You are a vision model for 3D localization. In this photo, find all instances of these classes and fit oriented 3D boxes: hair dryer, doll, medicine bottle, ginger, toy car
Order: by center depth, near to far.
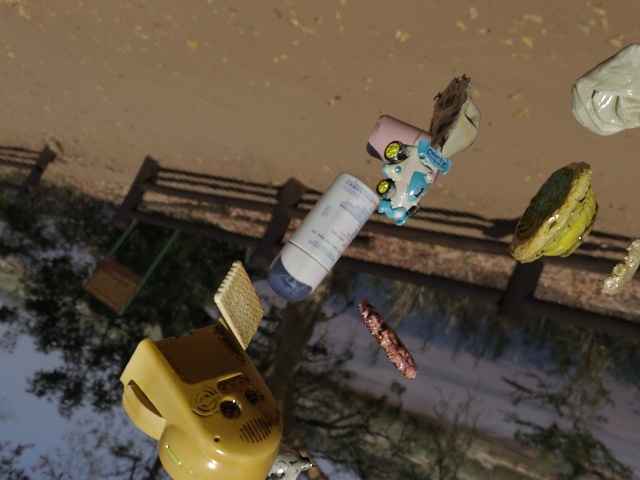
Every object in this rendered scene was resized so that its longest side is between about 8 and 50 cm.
[{"bbox_3d":[0.185,-0.118,1.400,0.098,0.161,0.126,0,155,48],"label":"toy car"},{"bbox_3d":[0.747,0.062,1.710,0.069,0.173,0.051,-4,-146,-28],"label":"ginger"},{"bbox_3d":[0.000,0.000,1.732,0.130,0.341,0.130,35,172,6],"label":"medicine bottle"},{"bbox_3d":[0.226,-0.181,2.005,0.210,0.125,0.352,26,141,12],"label":"hair dryer"},{"bbox_3d":[-0.125,0.676,2.172,0.192,0.149,0.095,38,138,44],"label":"doll"}]

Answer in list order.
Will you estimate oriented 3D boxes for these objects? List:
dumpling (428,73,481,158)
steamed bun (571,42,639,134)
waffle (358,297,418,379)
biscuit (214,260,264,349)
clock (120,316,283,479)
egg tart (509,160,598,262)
[{"bbox_3d":[0.322,-0.291,1.618,0.086,0.332,0.166,32,127,-15],"label":"dumpling"},{"bbox_3d":[0.703,-0.324,1.628,0.218,0.144,0.211,-27,146,23],"label":"steamed bun"},{"bbox_3d":[0.171,0.248,1.772,0.234,0.055,0.221,56,-177,-5],"label":"waffle"},{"bbox_3d":[-0.237,0.192,2.057,0.030,0.160,0.250,5,139,24],"label":"biscuit"},{"bbox_3d":[-0.210,0.330,1.338,0.244,0.200,0.317,-13,-131,-44],"label":"clock"},{"bbox_3d":[0.586,-0.053,1.718,0.123,0.294,0.294,33,166,-2],"label":"egg tart"}]
